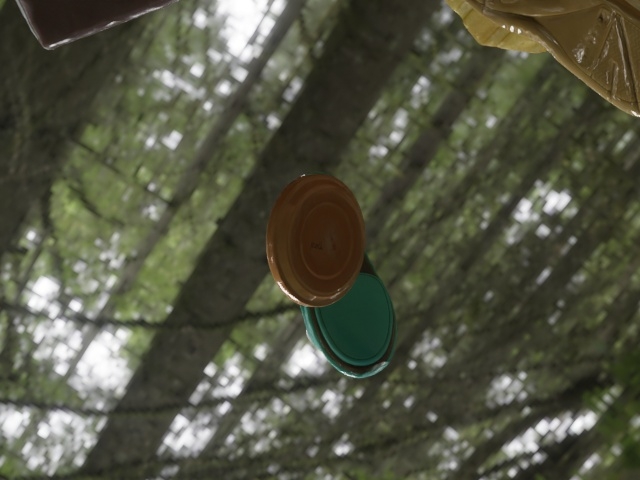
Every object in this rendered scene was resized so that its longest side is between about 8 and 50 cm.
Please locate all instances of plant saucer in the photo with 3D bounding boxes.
[{"bbox_3d":[0.000,0.000,0.945,0.013,0.083,0.083,1,178,45],"label":"plant saucer"}]

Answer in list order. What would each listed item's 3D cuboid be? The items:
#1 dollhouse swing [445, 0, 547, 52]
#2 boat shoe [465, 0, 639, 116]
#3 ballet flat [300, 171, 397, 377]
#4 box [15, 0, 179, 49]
[{"bbox_3d":[0.121,-0.331,1.111,0.347,0.305,0.315,55,-157,12],"label":"dollhouse swing"},{"bbox_3d":[0.182,-0.198,1.117,0.096,0.098,0.277,-26,-117,-38],"label":"boat shoe"},{"bbox_3d":[0.013,0.047,1.407,0.083,0.087,0.247,0,-133,-17],"label":"ballet flat"},{"bbox_3d":[0.000,-0.252,0.874,0.143,0.381,0.191,64,-152,-17],"label":"box"}]
